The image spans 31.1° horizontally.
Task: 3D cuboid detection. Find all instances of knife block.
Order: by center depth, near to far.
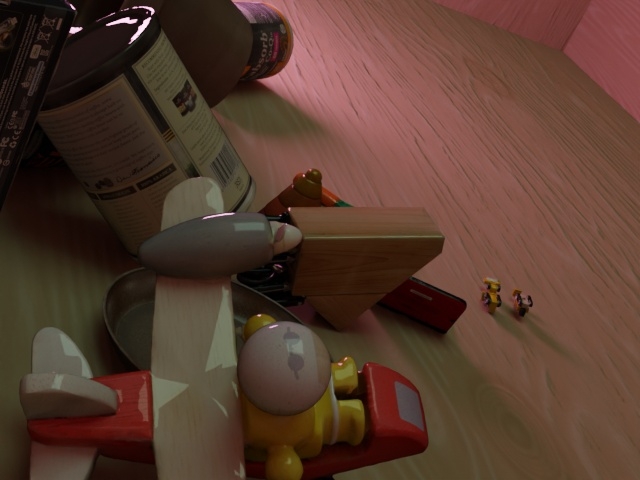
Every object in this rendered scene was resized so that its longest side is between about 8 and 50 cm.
[{"bbox_3d":[0.000,0.000,1.591,0.242,0.275,0.088,47,9,-37],"label":"knife block"}]

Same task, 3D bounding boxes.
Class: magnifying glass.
[{"bbox_3d":[0.047,-0.047,1.995,0.231,0.026,0.092,38,26,19],"label":"magnifying glass"}]

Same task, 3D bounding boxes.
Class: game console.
[{"bbox_3d":[0.146,0.075,1.773,0.144,0.124,0.085,24,50,-6],"label":"game console"}]

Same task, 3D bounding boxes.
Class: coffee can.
[{"bbox_3d":[-0.235,-0.133,1.498,0.275,0.201,0.201,60,8,-29],"label":"coffee can"}]

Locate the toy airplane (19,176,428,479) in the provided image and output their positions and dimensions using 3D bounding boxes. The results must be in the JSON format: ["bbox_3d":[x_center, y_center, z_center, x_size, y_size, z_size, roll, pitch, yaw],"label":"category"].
[{"bbox_3d":[-0.098,0.151,1.105,0.386,0.272,0.384,46,50,2],"label":"toy airplane"}]

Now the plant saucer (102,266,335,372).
[{"bbox_3d":[-0.124,0.139,1.402,0.310,0.050,0.311,21,24,-10],"label":"plant saucer"}]

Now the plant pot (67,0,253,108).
[{"bbox_3d":[-0.280,-0.371,2.001,0.280,0.323,0.323,25,20,-34],"label":"plant pot"}]

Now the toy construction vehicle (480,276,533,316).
[{"bbox_3d":[0.312,0.101,1.955,0.085,0.035,0.098,11,23,-7],"label":"toy construction vehicle"}]

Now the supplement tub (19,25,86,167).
[{"bbox_3d":[-0.414,-0.204,1.608,0.207,0.207,0.338,41,27,29],"label":"supplement tub"}]

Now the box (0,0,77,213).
[{"bbox_3d":[-0.449,-0.093,1.111,0.318,0.395,0.097,-1,37,-45],"label":"box"}]

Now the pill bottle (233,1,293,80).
[{"bbox_3d":[-0.186,-0.396,2.297,0.162,0.162,0.278,35,25,19],"label":"pill bottle"}]

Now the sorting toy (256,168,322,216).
[{"bbox_3d":[-0.142,-0.113,1.805,0.365,0.126,0.127,27,24,-2],"label":"sorting toy"}]
